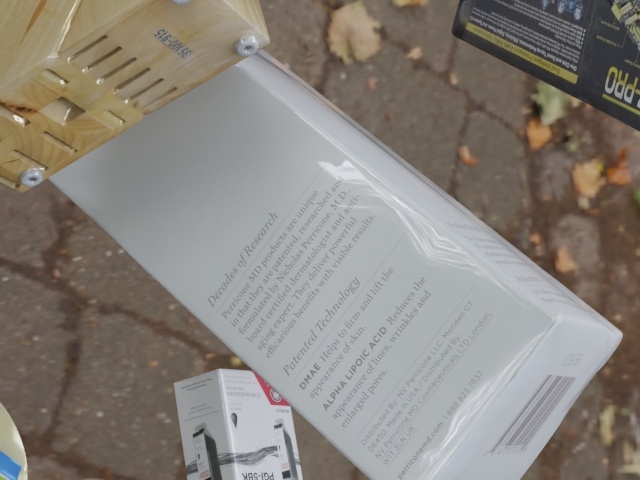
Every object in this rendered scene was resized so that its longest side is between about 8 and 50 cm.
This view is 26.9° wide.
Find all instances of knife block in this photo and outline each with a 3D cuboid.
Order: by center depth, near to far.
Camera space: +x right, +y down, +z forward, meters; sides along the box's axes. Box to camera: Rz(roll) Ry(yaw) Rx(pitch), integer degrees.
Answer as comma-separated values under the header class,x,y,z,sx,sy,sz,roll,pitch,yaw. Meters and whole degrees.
class,x,y,z,sx,sy,sz,roll,pitch,yaw
knife block,-0.132,-0.193,0.801,0.088,0.275,0.242,35,31,-54

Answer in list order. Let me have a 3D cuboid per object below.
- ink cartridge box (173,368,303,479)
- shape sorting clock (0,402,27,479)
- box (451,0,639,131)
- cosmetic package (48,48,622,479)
class,x,y,z,sx,sy,sz,roll,pitch,yaw
ink cartridge box,-0.068,0.185,1.165,0.099,0.056,0.135,11,63,-53
shape sorting clock,-0.340,0.194,1.069,0.206,0.040,0.206,-2,101,-13
box,0.280,-0.282,1.190,0.097,0.395,0.318,6,108,-27
cosmetic package,0.000,0.000,0.930,0.156,0.385,0.217,-55,156,8
